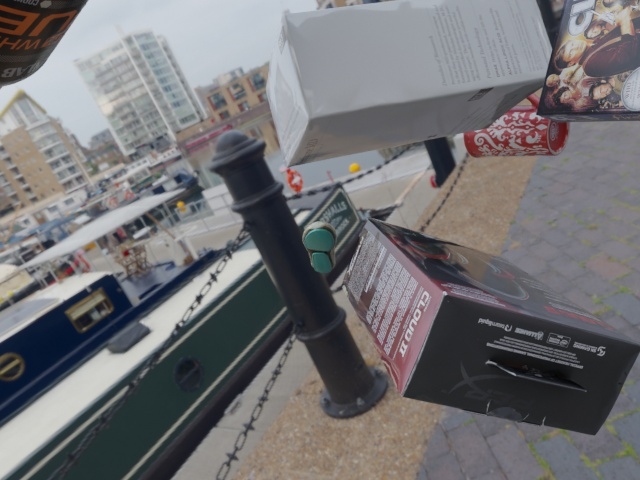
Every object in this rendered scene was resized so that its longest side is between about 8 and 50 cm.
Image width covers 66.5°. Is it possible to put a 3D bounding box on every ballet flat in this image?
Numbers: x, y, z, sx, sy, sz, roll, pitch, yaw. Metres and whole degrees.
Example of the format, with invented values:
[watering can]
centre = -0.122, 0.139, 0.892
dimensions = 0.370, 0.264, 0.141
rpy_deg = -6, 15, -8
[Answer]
[ballet flat]
centre = 0.000, 0.000, 0.830
dimensions = 0.057, 0.168, 0.052
rpy_deg = 5, 62, 2

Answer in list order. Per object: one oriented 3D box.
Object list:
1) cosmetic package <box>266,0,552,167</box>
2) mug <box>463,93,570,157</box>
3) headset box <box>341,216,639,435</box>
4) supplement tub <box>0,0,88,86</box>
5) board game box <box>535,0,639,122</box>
[cosmetic package]
centre = 0.123, -0.244, 0.751
dimensions = 0.386, 0.156, 0.217
rpy_deg = -15, -6, -12
[mug]
centre = 0.376, -0.226, 0.952
dimensions = 0.169, 0.150, 0.113
rpy_deg = 16, 65, 49
[headset box]
centre = 0.167, 0.085, 0.546
dimensions = 0.218, 0.110, 0.293
rpy_deg = 15, 14, -13
[supplement tub]
centre = -0.305, -0.270, 0.433
dimensions = 0.316, 0.193, 0.193
rpy_deg = -28, 13, 35
[board game box]
centre = 0.326, -0.249, 0.508
dimensions = 0.042, 0.243, 0.165
rpy_deg = 7, 10, -19
